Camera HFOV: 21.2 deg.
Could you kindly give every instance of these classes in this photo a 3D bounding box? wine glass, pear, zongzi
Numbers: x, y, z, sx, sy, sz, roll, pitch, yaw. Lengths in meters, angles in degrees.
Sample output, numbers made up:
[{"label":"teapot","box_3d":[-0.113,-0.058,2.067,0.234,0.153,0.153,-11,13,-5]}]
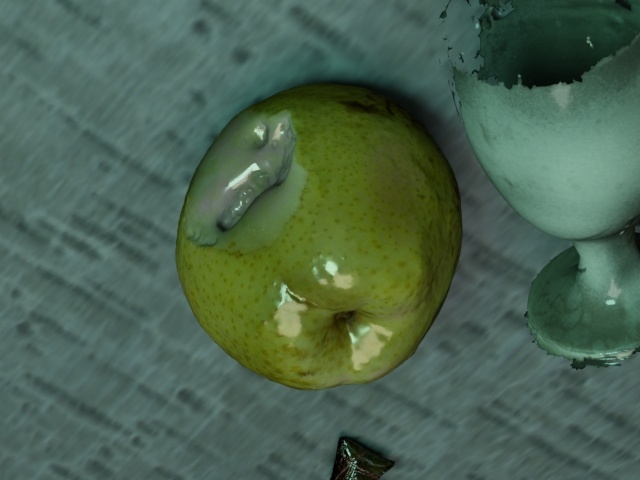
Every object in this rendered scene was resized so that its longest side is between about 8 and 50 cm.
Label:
[{"label":"wine glass","box_3d":[0.227,-0.068,1.468,0.190,0.190,0.357,-14,128,12]},{"label":"pear","box_3d":[0.000,0.000,1.488,0.271,0.271,0.271,1,130,1]},{"label":"zongzi","box_3d":[0.028,0.256,1.836,0.067,0.073,0.083,25,86,-18]}]
